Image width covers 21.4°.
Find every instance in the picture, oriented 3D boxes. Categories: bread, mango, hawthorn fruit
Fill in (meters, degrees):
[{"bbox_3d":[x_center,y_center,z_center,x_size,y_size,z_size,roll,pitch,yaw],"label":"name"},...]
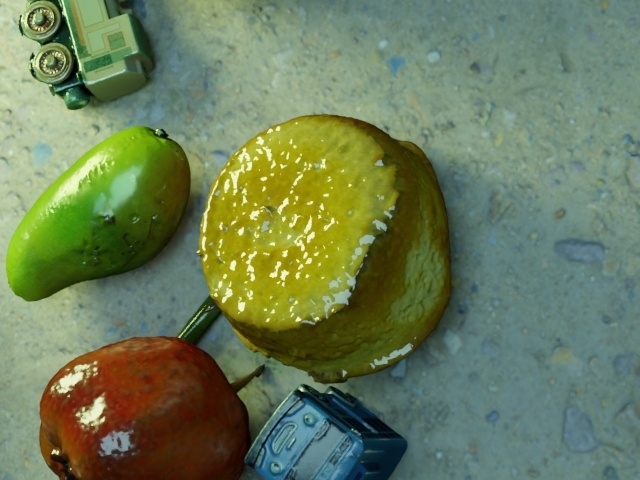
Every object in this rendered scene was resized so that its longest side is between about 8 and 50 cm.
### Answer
[{"bbox_3d":[0.000,0.000,1.629,0.268,0.146,0.268,-10,64,21],"label":"bread"},{"bbox_3d":[-0.226,-0.019,1.739,0.233,0.111,0.125,-43,67,10],"label":"mango"},{"bbox_3d":[-0.145,0.179,1.651,0.243,0.207,0.207,-27,70,-27],"label":"hawthorn fruit"}]

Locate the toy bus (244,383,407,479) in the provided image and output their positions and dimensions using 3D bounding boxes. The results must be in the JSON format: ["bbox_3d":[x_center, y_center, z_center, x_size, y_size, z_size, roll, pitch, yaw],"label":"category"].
[{"bbox_3d":[0.009,0.198,1.589,0.106,0.185,0.090,38,96,17],"label":"toy bus"}]

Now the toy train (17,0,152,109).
[{"bbox_3d":[-0.256,-0.237,1.800,0.125,0.081,0.194,-18,74,5],"label":"toy train"}]

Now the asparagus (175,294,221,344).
[{"bbox_3d":[-0.170,0.144,1.743,0.024,0.025,0.248,36,96,-23],"label":"asparagus"}]
